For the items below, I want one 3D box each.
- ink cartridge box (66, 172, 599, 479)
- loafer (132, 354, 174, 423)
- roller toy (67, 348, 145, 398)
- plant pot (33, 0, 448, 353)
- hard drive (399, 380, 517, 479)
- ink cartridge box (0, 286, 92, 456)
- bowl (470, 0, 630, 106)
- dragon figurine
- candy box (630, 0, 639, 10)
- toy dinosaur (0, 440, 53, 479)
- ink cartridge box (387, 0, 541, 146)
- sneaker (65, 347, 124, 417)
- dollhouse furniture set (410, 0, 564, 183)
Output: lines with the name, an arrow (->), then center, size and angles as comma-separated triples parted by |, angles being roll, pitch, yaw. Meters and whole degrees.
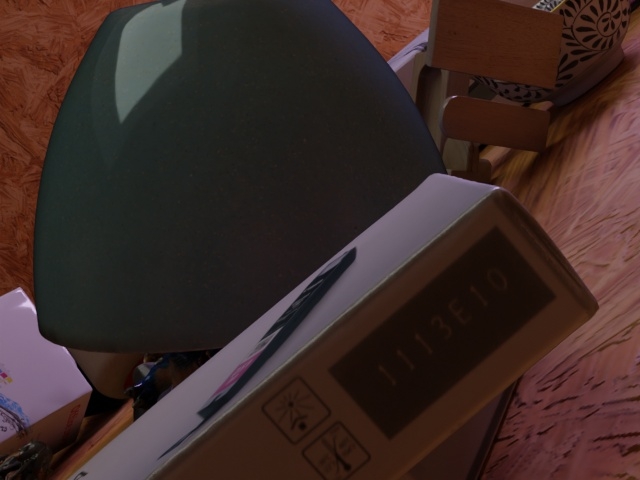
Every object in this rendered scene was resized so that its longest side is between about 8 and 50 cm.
ink cartridge box -> -0.038, 0.078, 0.460 | 0.275, 0.060, 0.239 | -40, 8, 0
loafer -> -0.153, 0.142, 1.010 | 0.062, 0.061, 0.170 | -39, 7, 2
roller toy -> -0.189, 0.059, 1.177 | 0.209, 0.146, 0.191 | -40, -16, 2
plant pot -> -0.057, -0.062, 0.726 | 0.290, 0.196, 0.290 | -8, 10, 1
hard drive -> -0.030, 0.121, 0.558 | 0.307, 0.040, 0.203 | -35, 8, 34
ink cartridge box -> -0.421, 0.203, 1.306 | 0.232, 0.168, 0.171 | -29, -18, -34
bowl -> 0.214, -0.171, 0.968 | 0.170, 0.080, 0.170 | -39, 7, 6
dragon figurine -> -0.064, 0.076, 0.852 | 0.144, 0.085, 0.289 | -38, 7, 13
candy box -> 0.286, -0.339, 1.173 | 0.165, 0.196, 0.070 | -41, 7, -7
toy dinosaur -> -0.340, 0.285, 0.954 | 0.218, 0.164, 0.322 | -53, 14, 43
ink cartridge box -> 0.116, -0.149, 1.182 | 0.289, 0.121, 0.211 | -42, 7, -20
sneaker -> -0.199, 0.079, 1.445 | 0.447, 0.169, 0.257 | -46, 13, 16
dollhouse furniture set -> 0.088, -0.114, 0.877 | 0.123, 0.144, 0.151 | 4, 4, -34
